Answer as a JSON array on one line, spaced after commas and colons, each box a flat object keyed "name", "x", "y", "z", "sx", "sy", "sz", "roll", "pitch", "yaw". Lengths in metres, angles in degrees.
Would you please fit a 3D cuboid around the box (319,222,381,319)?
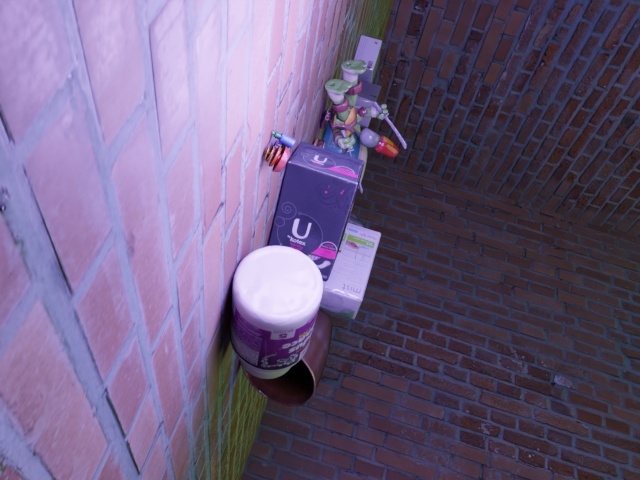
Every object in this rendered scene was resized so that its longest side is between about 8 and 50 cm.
[{"name": "box", "x": 0.009, "y": 0.059, "z": 1.761, "sx": 0.127, "sy": 0.261, "sz": 0.231, "roll": 103, "pitch": 4, "yaw": -57}]

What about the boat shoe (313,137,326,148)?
[{"name": "boat shoe", "x": -0.007, "y": -0.193, "z": 1.839, "sx": 0.073, "sy": 0.073, "sz": 0.207, "roll": -66, "pitch": 172, "yaw": -59}]

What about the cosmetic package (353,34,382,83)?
[{"name": "cosmetic package", "x": 0.168, "y": -0.654, "z": 2.351, "sx": 0.231, "sy": 0.085, "sz": 0.118, "roll": 56, "pitch": 51, "yaw": -84}]

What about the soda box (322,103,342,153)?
[{"name": "soda box", "x": 0.049, "y": -0.333, "z": 2.066, "sx": 0.067, "sy": 0.071, "sz": 0.210, "roll": -55, "pitch": 162, "yaw": -80}]

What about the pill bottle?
[{"name": "pill bottle", "x": -0.095, "y": 0.158, "z": 1.265, "sx": 0.302, "sy": 0.169, "sz": 0.169, "roll": 103, "pitch": 5, "yaw": -54}]

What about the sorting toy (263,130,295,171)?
[{"name": "sorting toy", "x": -0.076, "y": -0.159, "z": 1.107, "sx": 0.061, "sy": 0.042, "sz": 0.102, "roll": -57, "pitch": -165, "yaw": 19}]

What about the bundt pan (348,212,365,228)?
[{"name": "bundt pan", "x": 0.060, "y": 0.040, "z": 2.322, "sx": 0.330, "sy": 0.124, "sz": 0.331, "roll": -27, "pitch": -124, "yaw": 50}]

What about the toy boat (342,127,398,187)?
[{"name": "toy boat", "x": 0.108, "y": -0.293, "z": 2.163, "sx": 0.318, "sy": 0.148, "sz": 0.268, "roll": -19, "pitch": -124, "yaw": 47}]

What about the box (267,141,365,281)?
[{"name": "box", "x": -0.014, "y": -0.067, "z": 1.499, "sx": 0.143, "sy": 0.165, "sz": 0.271, "roll": -68, "pitch": 174, "yaw": -61}]

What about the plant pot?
[{"name": "plant pot", "x": -0.061, "y": 0.282, "z": 1.703, "sx": 0.230, "sy": 0.215, "sz": 0.215, "roll": -48, "pitch": 159, "yaw": -49}]

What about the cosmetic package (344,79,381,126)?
[{"name": "cosmetic package", "x": 0.140, "y": -0.500, "z": 2.298, "sx": 0.238, "sy": 0.127, "sz": 0.107, "roll": -71, "pitch": 177, "yaw": -59}]

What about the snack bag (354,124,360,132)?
[{"name": "snack bag", "x": 0.123, "y": -0.409, "z": 2.544, "sx": 0.343, "sy": 0.037, "sz": 0.323, "roll": -70, "pitch": 159, "yaw": -46}]

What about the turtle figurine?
[{"name": "turtle figurine", "x": 0.115, "y": -0.333, "z": 1.736, "sx": 0.275, "sy": 0.197, "sz": 0.266, "roll": 57, "pitch": -12, "yaw": 37}]
